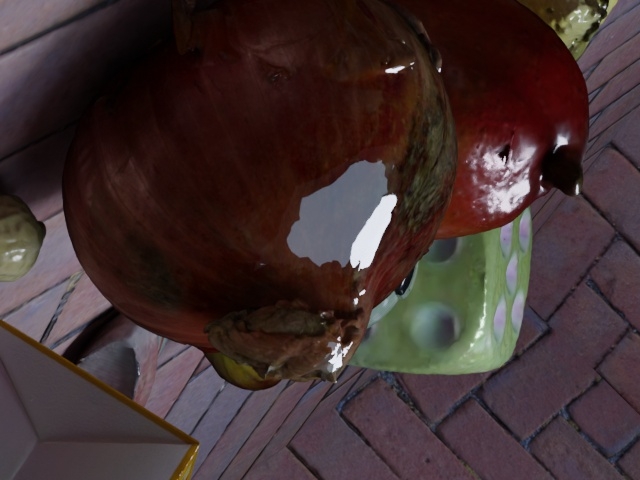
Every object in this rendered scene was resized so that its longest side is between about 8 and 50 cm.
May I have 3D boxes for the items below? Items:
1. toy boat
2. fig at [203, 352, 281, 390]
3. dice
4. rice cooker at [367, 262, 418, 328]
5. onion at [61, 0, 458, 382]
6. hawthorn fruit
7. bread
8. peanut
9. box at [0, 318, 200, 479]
[{"bbox_3d":[-0.214,0.132,2.195,0.206,0.096,0.282,-64,172,19],"label":"toy boat"},{"bbox_3d":[-0.091,0.092,2.311,0.231,0.143,0.160,77,28,-69],"label":"fig"},{"bbox_3d":[0.123,0.030,2.337,0.254,0.252,0.249,-14,109,-72],"label":"dice"},{"bbox_3d":[0.000,0.000,2.094,0.226,0.226,0.244,-44,166,-2],"label":"rice cooker"},{"bbox_3d":[-0.049,-0.064,1.549,0.353,0.353,0.353,-42,169,-10],"label":"onion"},{"bbox_3d":[0.105,-0.137,1.817,0.311,0.295,0.295,-2,169,5],"label":"hawthorn fruit"},{"bbox_3d":[0.258,-0.298,2.090,0.262,0.163,0.204,-65,-178,-38],"label":"bread"},{"bbox_3d":[-0.274,0.003,1.481,0.082,0.082,0.187,-49,169,20],"label":"peanut"},{"bbox_3d":[-0.297,0.264,1.719,0.283,0.259,0.214,-57,176,-23],"label":"box"}]
